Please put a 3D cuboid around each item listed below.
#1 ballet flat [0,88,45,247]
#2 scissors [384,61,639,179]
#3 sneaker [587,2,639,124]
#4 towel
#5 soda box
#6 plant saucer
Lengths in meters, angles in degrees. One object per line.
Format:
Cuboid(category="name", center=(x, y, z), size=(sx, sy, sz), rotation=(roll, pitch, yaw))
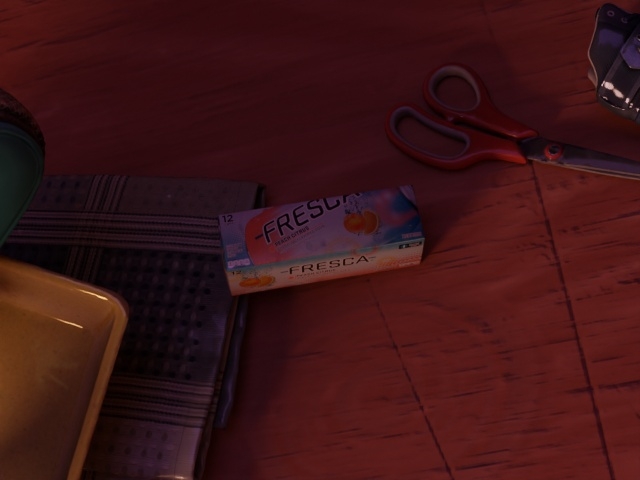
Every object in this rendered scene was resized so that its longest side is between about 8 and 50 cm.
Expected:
Cuboid(category="ballet flat", center=(-0.400, 0.078, 0.916), size=(0.182, 0.164, 0.483), rotation=(23, 81, 35))
Cuboid(category="scissors", center=(0.197, -0.077, 1.047), size=(0.297, 0.021, 0.109), rotation=(31, 78, 25))
Cuboid(category="sneaker", center=(0.341, -0.195, 1.009), size=(0.163, 0.086, 0.226), rotation=(36, 84, 24))
Cuboid(category="towel", center=(-0.220, 0.081, 1.103), size=(0.324, 0.056, 0.312), rotation=(3, 66, 21))
Cuboid(category="soda box", center=(0.000, 0.000, 1.025), size=(0.183, 0.063, 0.058), rotation=(-10, 65, -5))
Cuboid(category="plant saucer", center=(-0.349, 0.163, 1.010), size=(0.333, 0.081, 0.332), rotation=(17, 90, 13))
